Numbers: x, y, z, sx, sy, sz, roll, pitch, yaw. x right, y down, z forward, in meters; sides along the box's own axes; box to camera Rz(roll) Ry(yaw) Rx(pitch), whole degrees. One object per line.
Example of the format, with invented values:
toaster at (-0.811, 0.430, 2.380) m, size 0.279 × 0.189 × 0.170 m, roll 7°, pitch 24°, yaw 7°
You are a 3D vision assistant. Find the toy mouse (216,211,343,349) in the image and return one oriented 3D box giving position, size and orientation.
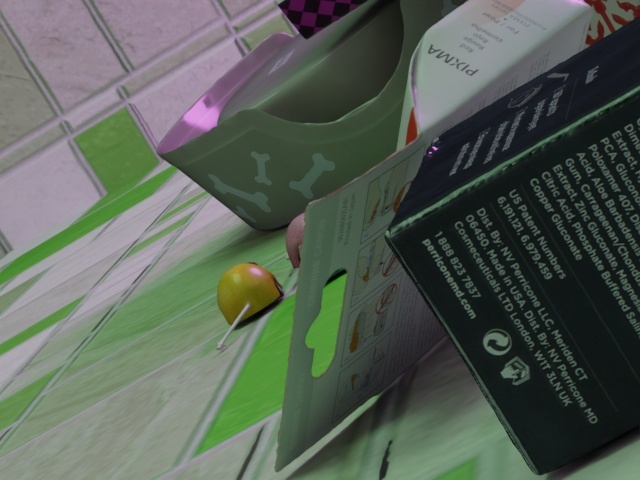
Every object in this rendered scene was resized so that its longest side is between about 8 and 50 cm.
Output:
toy mouse at (0.000, 0.000, 1.191) m, size 0.143 × 0.031 × 0.161 m, roll -30°, pitch 8°, yaw 10°

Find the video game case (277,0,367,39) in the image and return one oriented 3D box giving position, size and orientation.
video game case at (0.099, -0.250, 1.410) m, size 0.232 × 0.042 × 0.210 m, roll -29°, pitch 15°, yaw 38°

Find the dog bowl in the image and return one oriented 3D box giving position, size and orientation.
dog bowl at (0.038, -0.140, 1.536) m, size 0.349 × 0.102 × 0.349 m, roll -37°, pitch 10°, yaw 8°

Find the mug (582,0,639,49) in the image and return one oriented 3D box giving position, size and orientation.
mug at (0.165, -0.150, 0.980) m, size 0.150 × 0.169 × 0.113 m, roll -26°, pitch 9°, yaw 40°

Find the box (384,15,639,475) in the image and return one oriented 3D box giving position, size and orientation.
box at (0.117, -0.020, 0.631) m, size 0.158 × 0.093 × 0.156 m, roll -31°, pitch 7°, yaw 15°

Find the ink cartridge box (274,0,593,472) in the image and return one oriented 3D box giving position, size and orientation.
ink cartridge box at (0.032, -0.009, 0.787) m, size 0.179 × 0.045 × 0.145 m, roll -34°, pitch -34°, yaw -36°
